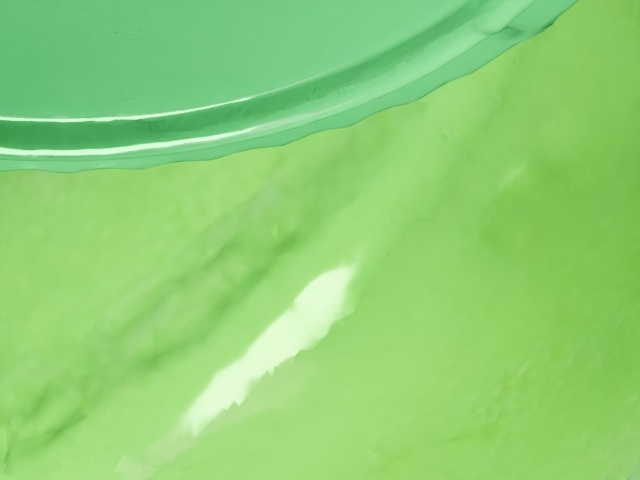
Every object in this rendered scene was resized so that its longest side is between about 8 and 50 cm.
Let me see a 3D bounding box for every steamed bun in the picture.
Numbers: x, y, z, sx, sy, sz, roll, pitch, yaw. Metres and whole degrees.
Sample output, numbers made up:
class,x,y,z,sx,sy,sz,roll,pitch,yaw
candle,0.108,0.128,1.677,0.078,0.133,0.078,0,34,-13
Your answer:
class,x,y,z,sx,sy,sz,roll,pitch,yaw
steamed bun,0.000,0.000,0.723,0.456,0.290,0.371,-44,139,11

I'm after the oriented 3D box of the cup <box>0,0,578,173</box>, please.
class,x,y,z,sx,sy,sz,roll,pitch,yaw
cup,-0.070,-0.213,0.351,0.257,0.311,0.331,-16,153,17
